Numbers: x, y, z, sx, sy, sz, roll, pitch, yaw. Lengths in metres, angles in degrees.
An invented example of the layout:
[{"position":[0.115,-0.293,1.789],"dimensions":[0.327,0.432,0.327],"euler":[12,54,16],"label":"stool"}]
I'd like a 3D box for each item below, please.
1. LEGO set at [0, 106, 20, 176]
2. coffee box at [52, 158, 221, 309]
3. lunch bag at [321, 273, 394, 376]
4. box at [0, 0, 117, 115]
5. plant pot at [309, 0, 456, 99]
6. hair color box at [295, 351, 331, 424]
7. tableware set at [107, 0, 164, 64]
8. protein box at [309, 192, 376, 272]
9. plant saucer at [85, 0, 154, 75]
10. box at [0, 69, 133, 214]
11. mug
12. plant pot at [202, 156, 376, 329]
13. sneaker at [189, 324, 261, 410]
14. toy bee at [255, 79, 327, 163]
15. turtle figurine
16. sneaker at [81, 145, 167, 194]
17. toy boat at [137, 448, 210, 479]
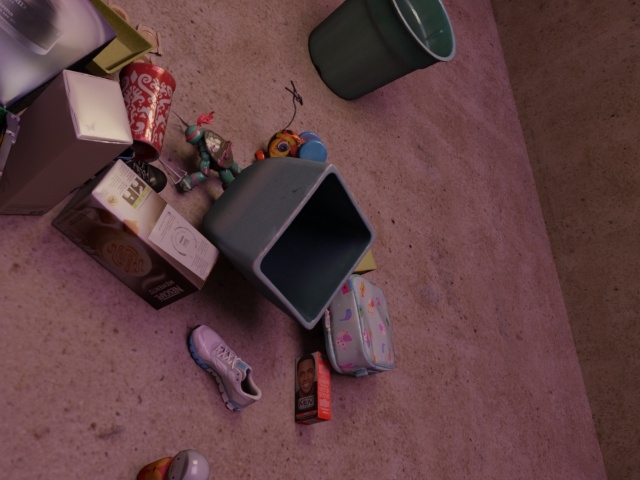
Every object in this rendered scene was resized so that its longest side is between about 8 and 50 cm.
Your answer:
[{"position":[-0.557,-0.100,0.786],"dimensions":[0.331,0.255,0.192],"euler":[41,27,-39],"label":"LEGO set"},{"position":[-0.320,-0.004,1.109],"dimensions":[0.246,0.141,0.098],"euler":[45,42,-24],"label":"coffee box"},{"position":[0.087,0.207,1.453],"dimensions":[0.279,0.107,0.224],"euler":[34,47,-63],"label":"lunch bag"},{"position":[-0.536,-0.348,0.969],"dimensions":[0.296,0.182,0.294],"euler":[51,37,-21],"label":"box"},{"position":[0.166,-0.607,1.865],"dimensions":[0.341,0.334,0.341],"euler":[27,52,-40],"label":"plant pot"},{"position":[-0.017,0.319,1.354],"dimensions":[0.043,0.072,0.141],"euler":[27,51,-40],"label":"hair color box"},{"position":[-0.406,-0.428,1.337],"dimensions":[0.168,0.020,0.141],"euler":[27,52,-40],"label":"tableware set"},{"position":[0.000,0.000,1.495],"dimensions":[0.199,0.136,0.201],"euler":[-2,72,-51],"label":"protein box"},{"position":[-0.445,-0.399,1.213],"dimensions":[0.188,0.045,0.188],"euler":[41,34,-10],"label":"plant saucer"},{"position":[-0.410,-0.139,0.962],"dimensions":[0.094,0.275,0.113],"euler":[0,71,-52],"label":"box"},{"position":[-0.369,-0.246,1.238],"dimensions":[0.113,0.150,0.169],"euler":[73,16,-65],"label":"mug"},{"position":[-0.087,-0.018,1.258],"dimensions":[0.247,0.252,0.248],"euler":[-54,140,-16],"label":"plant pot"},{"position":[-0.174,0.236,1.202],"dimensions":[0.191,0.083,0.071],"euler":[56,40,-10],"label":"sneaker"},{"position":[-0.068,-0.213,1.541],"dimensions":[0.298,0.162,0.195],"euler":[62,3,-6],"label":"toy bee"},{"position":[-0.236,-0.171,1.331],"dimensions":[0.234,0.118,0.175],"euler":[47,44,-34],"label":"turtle figurine"},{"position":[-0.352,-0.132,1.156],"dimensions":[0.216,0.121,0.079],"euler":[4,68,-49],"label":"sneaker"},{"position":[-0.190,0.490,0.988],"dimensions":[0.267,0.148,0.318],"euler":[-17,85,-52],"label":"toy boat"}]
